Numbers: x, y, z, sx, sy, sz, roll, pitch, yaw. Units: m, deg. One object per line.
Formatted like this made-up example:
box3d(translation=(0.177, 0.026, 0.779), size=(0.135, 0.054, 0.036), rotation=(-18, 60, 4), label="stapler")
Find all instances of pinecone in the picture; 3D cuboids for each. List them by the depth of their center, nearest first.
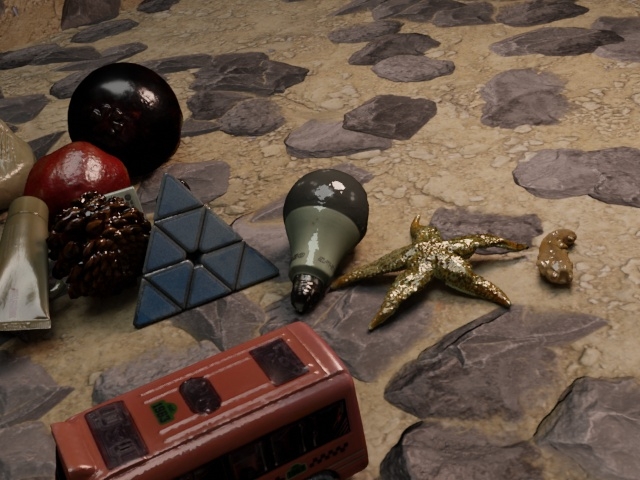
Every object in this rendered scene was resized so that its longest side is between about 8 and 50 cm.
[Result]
box3d(translation=(-0.449, 0.005, 1.690), size=(0.221, 0.221, 0.221), rotation=(-7, 33, 4), label="pinecone")

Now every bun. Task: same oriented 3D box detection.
box3d(translation=(-0.852, -0.177, 2.095), size=(0.281, 0.205, 0.281), rotation=(12, 56, -18), label="bun")

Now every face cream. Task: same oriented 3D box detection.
box3d(translation=(-0.597, 0.050, 1.670), size=(0.137, 0.084, 0.341), rotation=(-1, 44, -11), label="face cream")

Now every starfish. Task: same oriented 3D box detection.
box3d(translation=(0.212, 0.054, 1.604), size=(0.347, 0.078, 0.358), rotation=(16, 41, 29), label="starfish")

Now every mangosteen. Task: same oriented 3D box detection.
box3d(translation=(-0.493, -0.319, 2.142), size=(0.297, 0.297, 0.313), rotation=(-2, 37, 10), label="mangosteen")

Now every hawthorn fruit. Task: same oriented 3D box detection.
box3d(translation=(-0.571, -0.099, 1.904), size=(0.230, 0.210, 0.266), rotation=(-8, 34, 22), label="hawthorn fruit")

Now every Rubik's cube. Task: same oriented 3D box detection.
box3d(translation=(-0.267, 0.025, 1.703), size=(0.233, 0.229, 0.228), rotation=(6, 53, -57), label="Rubik's cube")

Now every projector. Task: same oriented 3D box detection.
box3d(translation=(-0.439, -0.031, 1.824), size=(0.115, 0.147, 0.061), rotation=(-18, 3, -15), label="projector")

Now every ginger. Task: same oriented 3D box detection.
box3d(translation=(0.452, 0.026, 1.601), size=(0.069, 0.051, 0.173), rotation=(6, 38, 16), label="ginger")

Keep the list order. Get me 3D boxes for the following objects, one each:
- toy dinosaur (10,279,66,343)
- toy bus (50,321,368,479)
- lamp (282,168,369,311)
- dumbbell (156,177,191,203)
box3d(translation=(-0.648, 0.110, 1.724), size=(0.294, 0.077, 0.162), rotation=(20, 44, 38), label="toy dinosaur")
box3d(translation=(-0.156, 0.295, 1.175), size=(0.427, 0.233, 0.203), rotation=(-21, 35, -21), label="toy bus")
box3d(translation=(0.006, -0.016, 1.659), size=(0.182, 0.182, 0.314), rotation=(-3, 36, 10), label="lamp")
box3d(translation=(-0.347, -0.103, 1.977), size=(0.069, 0.069, 0.147), rotation=(-2, 34, 12), label="dumbbell")
